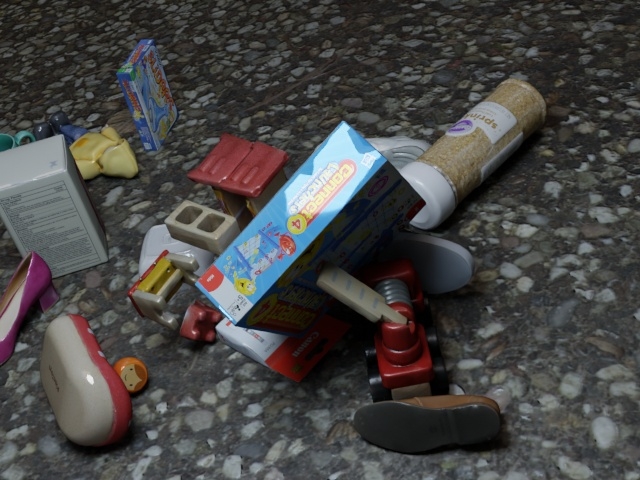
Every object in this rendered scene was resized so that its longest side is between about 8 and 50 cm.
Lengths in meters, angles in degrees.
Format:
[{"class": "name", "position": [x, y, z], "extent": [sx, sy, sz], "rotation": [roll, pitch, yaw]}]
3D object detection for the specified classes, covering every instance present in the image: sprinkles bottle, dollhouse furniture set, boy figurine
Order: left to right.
[{"class": "boy figurine", "position": [-0.506, -0.193, 2.020], "extent": [0.285, 0.092, 0.177], "rotation": [23, 50, 39]}, {"class": "dollhouse furniture set", "position": [-0.185, 0.014, 1.619], "extent": [0.152, 0.201, 0.374], "rotation": [19, 56, 32]}, {"class": "sprinkles bottle", "position": [0.279, -0.165, 1.740], "extent": [0.121, 0.121, 0.355], "rotation": [25, 53, 36]}]

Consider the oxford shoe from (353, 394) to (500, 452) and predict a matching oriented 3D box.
[{"class": "oxford shoe", "position": [0.155, 0.257, 1.347], "extent": [0.212, 0.076, 0.076], "rotation": [-3, 11, 16]}]

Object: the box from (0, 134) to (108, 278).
[{"class": "box", "position": [-0.509, -0.058, 1.754], "extent": [0.149, 0.232, 0.126], "rotation": [-17, 41, -4]}]

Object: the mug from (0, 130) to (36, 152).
[{"class": "mug", "position": [-0.685, -0.157, 2.016], "extent": [0.158, 0.097, 0.129], "rotation": [-17, 42, 3]}]

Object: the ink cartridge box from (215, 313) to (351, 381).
[{"class": "ink cartridge box", "position": [-0.063, 0.142, 1.545], "extent": [0.179, 0.045, 0.145], "rotation": [21, 52, 37]}]

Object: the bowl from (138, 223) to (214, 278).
[{"class": "bowl", "position": [-0.272, 0.014, 1.744], "extent": [0.142, 0.053, 0.142], "rotation": [-7, 39, 7]}]

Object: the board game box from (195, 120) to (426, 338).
[{"class": "board game box", "position": [0.000, 0.000, 1.378], "extent": [0.086, 0.308, 0.302], "rotation": [44, 95, 18]}]

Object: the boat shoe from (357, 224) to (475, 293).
[{"class": "boat shoe", "position": [0.128, 0.018, 1.584], "extent": [0.306, 0.113, 0.105], "rotation": [-2, 33, 37]}]

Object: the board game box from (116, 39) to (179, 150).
[{"class": "board game box", "position": [-0.373, -0.316, 2.035], "extent": [0.035, 0.201, 0.136], "rotation": [2, 44, 18]}]

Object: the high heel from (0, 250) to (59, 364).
[{"class": "high heel", "position": [-0.562, 0.131, 1.642], "extent": [0.082, 0.117, 0.244], "rotation": [20, 51, 33]}]

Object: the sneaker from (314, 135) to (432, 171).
[{"class": "sneaker", "position": [0.105, -0.164, 1.830], "extent": [0.235, 0.090, 0.095], "rotation": [5, 31, 16]}]

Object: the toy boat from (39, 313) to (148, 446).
[{"class": "toy boat", "position": [-0.347, 0.220, 1.487], "extent": [0.151, 0.151, 0.231], "rotation": [-1, 32, -32]}]

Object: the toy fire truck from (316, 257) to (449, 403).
[{"class": "toy fire truck", "position": [0.089, 0.098, 1.394], "extent": [0.159, 0.246, 0.217], "rotation": [-10, 41, 4]}]
